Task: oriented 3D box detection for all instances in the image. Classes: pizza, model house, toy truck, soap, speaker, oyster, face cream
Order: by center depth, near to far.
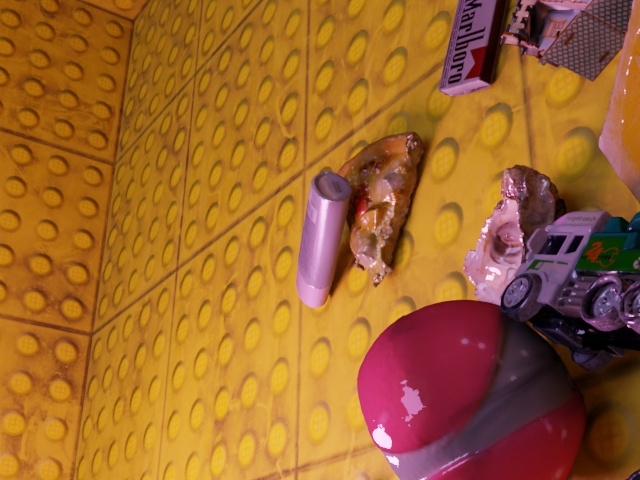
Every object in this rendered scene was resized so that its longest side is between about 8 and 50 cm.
[{"bbox_3d":[0.362,0.056,0.972,0.178,0.177,0.363,-60,19,-14],"label":"toy truck"},{"bbox_3d":[0.413,-0.179,1.002,0.315,0.091,0.199,89,170,-45],"label":"soap"},{"bbox_3d":[0.182,0.210,1.133,0.294,0.294,0.294,-35,47,48],"label":"speaker"},{"bbox_3d":[0.387,-0.358,1.215,0.206,0.178,0.271,33,101,58],"label":"model house"},{"bbox_3d":[0.286,0.004,1.289,0.161,0.107,0.232,-134,47,-56],"label":"oyster"},{"bbox_3d":[0.100,-0.055,1.642,0.280,0.075,0.287,-38,44,47],"label":"pizza"},{"bbox_3d":[0.000,0.000,1.698,0.107,0.073,0.269,-103,18,-47],"label":"face cream"}]

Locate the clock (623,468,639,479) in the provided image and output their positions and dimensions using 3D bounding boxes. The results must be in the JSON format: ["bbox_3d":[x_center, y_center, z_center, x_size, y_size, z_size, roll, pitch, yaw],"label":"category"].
[{"bbox_3d":[0.303,0.275,0.813,0.061,0.313,0.312,48,126,11],"label":"clock"}]

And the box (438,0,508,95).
[{"bbox_3d":[0.266,-0.344,1.547,0.115,0.036,0.177,0,75,60],"label":"box"}]
